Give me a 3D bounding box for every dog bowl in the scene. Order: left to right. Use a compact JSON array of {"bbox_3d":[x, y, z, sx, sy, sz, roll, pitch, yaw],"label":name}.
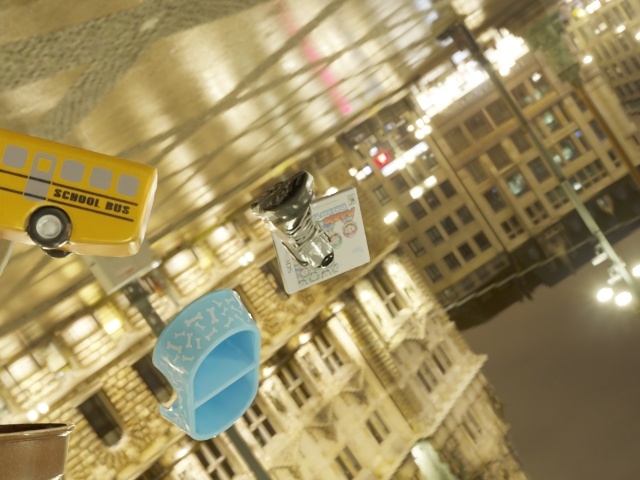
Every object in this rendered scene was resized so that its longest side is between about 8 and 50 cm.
[{"bbox_3d":[-0.168,0.205,1.227,0.166,0.074,0.297,-32,148,-31],"label":"dog bowl"}]

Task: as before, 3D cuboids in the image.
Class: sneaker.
[{"bbox_3d":[-0.019,-0.019,1.068,0.086,0.132,0.228,-40,-171,-6],"label":"sneaker"}]

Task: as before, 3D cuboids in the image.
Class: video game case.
[{"bbox_3d":[0.000,0.000,1.302,0.157,0.143,0.019,-22,-151,-16],"label":"video game case"}]

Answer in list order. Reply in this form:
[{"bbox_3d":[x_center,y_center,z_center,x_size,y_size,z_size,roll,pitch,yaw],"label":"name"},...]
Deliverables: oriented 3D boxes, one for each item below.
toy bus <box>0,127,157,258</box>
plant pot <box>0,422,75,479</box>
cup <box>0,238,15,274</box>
[{"bbox_3d":[-0.378,-0.062,0.957,0.108,0.332,0.130,143,-40,-75],"label":"toy bus"},{"bbox_3d":[-0.290,0.239,0.645,0.166,0.165,0.167,-2,171,0],"label":"plant pot"},{"bbox_3d":[-0.644,-0.039,1.140,0.331,0.236,0.331,-53,159,-30],"label":"cup"}]
